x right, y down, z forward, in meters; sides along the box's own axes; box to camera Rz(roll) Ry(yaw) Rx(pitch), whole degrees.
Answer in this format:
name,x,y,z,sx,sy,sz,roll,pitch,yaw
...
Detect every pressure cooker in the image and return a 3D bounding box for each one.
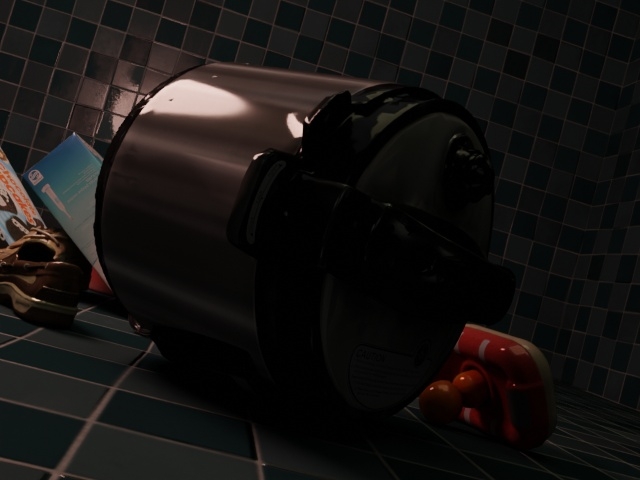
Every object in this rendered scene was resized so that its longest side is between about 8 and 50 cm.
name,x,y,z,sx,sy,sz,roll,pitch,yaw
pressure cooker,0.001,-0.006,0.791,0.420,0.375,0.370,17,39,36

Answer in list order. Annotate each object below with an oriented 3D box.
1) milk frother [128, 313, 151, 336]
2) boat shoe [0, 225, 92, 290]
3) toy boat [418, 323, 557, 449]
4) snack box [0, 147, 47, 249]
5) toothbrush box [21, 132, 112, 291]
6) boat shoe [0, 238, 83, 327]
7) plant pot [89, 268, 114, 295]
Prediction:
name,x,y,z,sx,sy,sz,roll,pitch,yaw
milk frother,-0.191,0.114,1.067,0.143,0.129,0.134,-15,-53,19
boat shoe,-0.490,0.027,1.236,0.122,0.110,0.341,15,-3,1
toy boat,0.203,0.208,0.982,0.151,0.151,0.231,-14,9,-23
snack box,-0.674,-0.081,1.472,0.322,0.060,0.187,56,5,10
toothbrush box,-0.370,-0.023,1.299,0.295,0.126,0.216,49,-4,17
boat shoe,-0.391,0.046,0.969,0.257,0.095,0.095,12,-5,45
plant pot,-0.386,-0.023,1.555,0.275,0.243,0.275,10,10,-2
